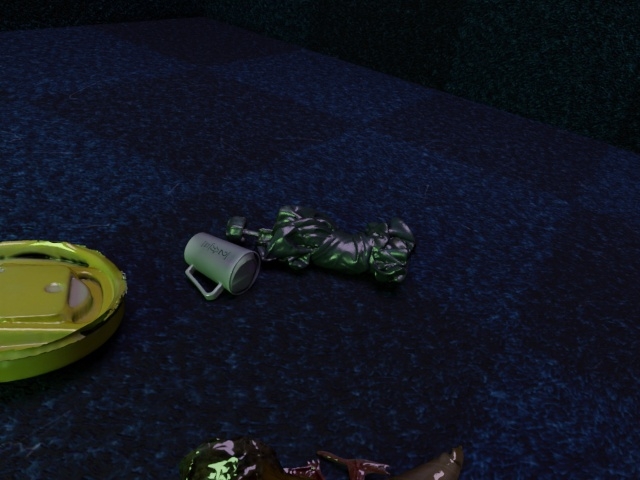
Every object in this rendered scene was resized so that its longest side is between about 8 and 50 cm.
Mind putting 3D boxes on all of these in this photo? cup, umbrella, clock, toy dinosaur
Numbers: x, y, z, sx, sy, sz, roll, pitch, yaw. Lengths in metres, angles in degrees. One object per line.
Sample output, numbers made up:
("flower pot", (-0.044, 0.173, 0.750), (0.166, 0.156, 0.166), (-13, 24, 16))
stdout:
("cup", (-0.169, 0.045, 0.866), (0.116, 0.074, 0.104), (23, 62, 26))
("umbrella", (0.000, -0.001, 0.958), (0.348, 0.094, 0.143), (11, 27, 4))
("clock", (-0.411, 0.091, 0.706), (0.293, 0.071, 0.277), (2, 28, -14))
("toy dinosaur", (0.037, 0.280, 0.576), (0.220, 0.032, 0.108), (11, 34, 5))

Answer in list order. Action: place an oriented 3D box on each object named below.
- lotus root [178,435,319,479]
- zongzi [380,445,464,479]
("lotus root", (0.010, 0.309, 0.309), (0.195, 0.179, 0.398), (-24, 67, -11))
("zongzi", (0.022, 0.253, 0.490), (0.194, 0.099, 0.197), (19, 65, 18))
